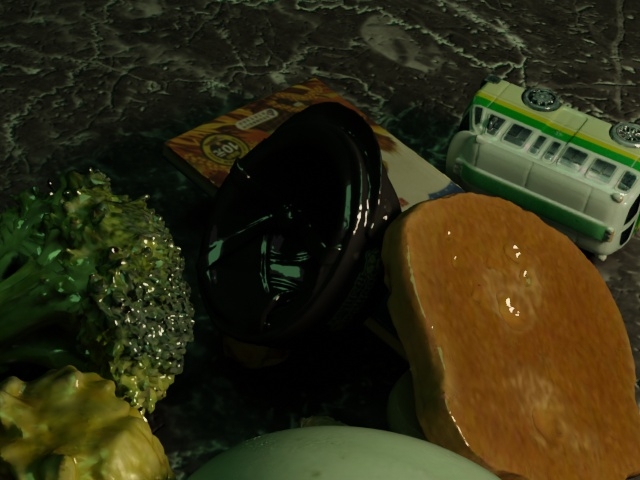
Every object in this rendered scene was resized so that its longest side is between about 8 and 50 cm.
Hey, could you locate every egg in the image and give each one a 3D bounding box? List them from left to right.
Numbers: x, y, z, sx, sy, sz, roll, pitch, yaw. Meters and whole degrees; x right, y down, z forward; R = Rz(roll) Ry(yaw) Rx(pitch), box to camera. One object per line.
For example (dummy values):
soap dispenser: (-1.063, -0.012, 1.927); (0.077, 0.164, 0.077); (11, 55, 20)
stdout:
egg: (0.038, 0.308, 1.255); (0.389, 0.276, 0.276); (11, 41, 14)

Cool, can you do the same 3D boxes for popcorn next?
popcorn: (-0.263, 0.236, 1.331); (0.249, 0.225, 0.249); (-7, 20, 2)

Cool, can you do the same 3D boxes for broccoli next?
broccoli: (-0.310, 0.102, 1.496); (0.353, 0.274, 0.397); (-21, 12, 43)

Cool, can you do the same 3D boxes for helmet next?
helmet: (0.000, 0.000, 1.537); (0.160, 0.279, 0.230); (29, 11, -44)

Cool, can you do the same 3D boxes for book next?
book: (0.048, -0.040, 1.757); (0.428, 0.039, 0.300); (39, 42, 21)

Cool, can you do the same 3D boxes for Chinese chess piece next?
Chinese chess piece: (0.145, 0.197, 1.558); (0.144, 0.058, 0.144); (3, 43, -3)

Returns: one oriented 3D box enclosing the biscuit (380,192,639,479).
biscuit: (0.211, 0.116, 1.494); (0.385, 0.062, 0.365); (16, 52, -42)

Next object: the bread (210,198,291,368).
bread: (-0.088, 0.016, 1.722); (0.084, 0.077, 0.367); (-3, 41, -7)

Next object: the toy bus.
toy bus: (0.302, -0.096, 1.846); (0.276, 0.133, 0.165); (24, 45, 21)

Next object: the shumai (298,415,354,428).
shumai: (0.026, 0.258, 1.438); (0.146, 0.145, 0.116); (23, 63, 19)
